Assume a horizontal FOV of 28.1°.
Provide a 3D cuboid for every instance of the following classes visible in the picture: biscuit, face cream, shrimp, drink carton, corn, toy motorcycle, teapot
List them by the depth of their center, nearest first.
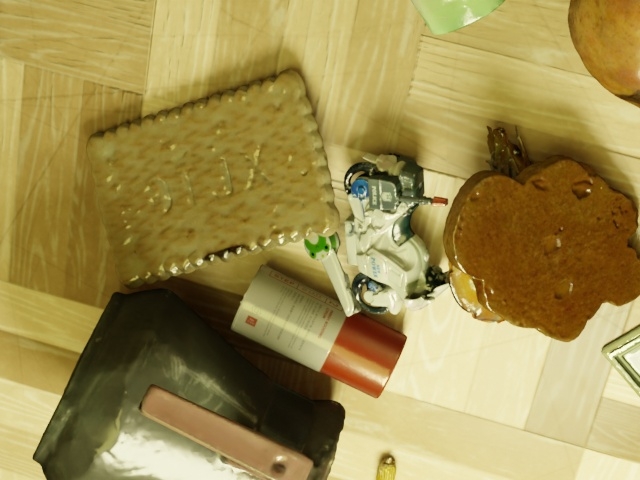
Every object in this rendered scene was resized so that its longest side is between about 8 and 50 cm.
[{"bbox_3d":[0.136,-0.317,1.413,0.146,0.144,0.142,-19,121,37],"label":"drink carton"},{"bbox_3d":[0.273,0.005,1.523,0.290,0.041,0.208,22,96,-25],"label":"biscuit"},{"bbox_3d":[0.215,-0.016,1.548,0.068,0.150,0.248,17,114,54],"label":"shrimp"},{"bbox_3d":[0.101,-0.001,1.592,0.150,0.102,0.221,7,117,26],"label":"toy motorcycle"},{"bbox_3d":[-0.139,-0.073,1.620,0.325,0.044,0.217,-16,85,22],"label":"biscuit"},{"bbox_3d":[-0.154,0.245,1.647,0.362,0.376,0.305,25,77,-7],"label":"teapot"},{"bbox_3d":[-0.002,0.120,1.676,0.214,0.096,0.096,26,119,2],"label":"face cream"},{"bbox_3d":[0.090,0.336,1.794,0.027,0.028,0.083,10,121,4],"label":"corn"}]

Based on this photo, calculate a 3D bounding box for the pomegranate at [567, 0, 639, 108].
[{"bbox_3d":[0.394,-0.255,1.302,0.281,0.281,0.281,6,116,12],"label":"pomegranate"}]

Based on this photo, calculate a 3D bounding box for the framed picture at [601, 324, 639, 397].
[{"bbox_3d":[0.533,0.190,1.608,0.232,0.019,0.296,-37,100,27],"label":"framed picture"}]

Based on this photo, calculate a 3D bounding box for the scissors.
[{"bbox_3d":[0.000,0.000,1.619,0.101,0.027,0.204,-23,89,42],"label":"scissors"}]
